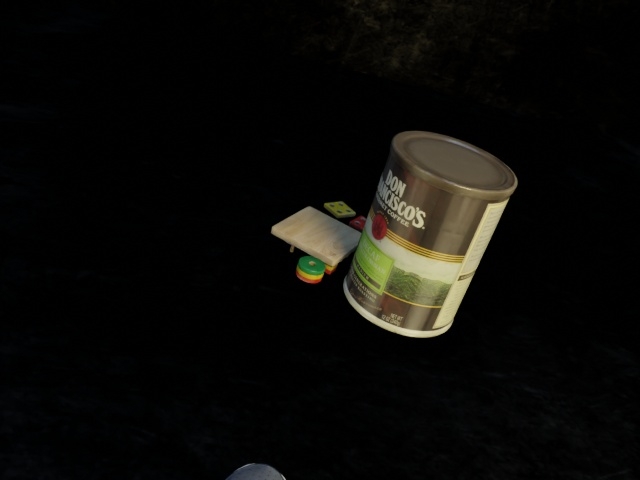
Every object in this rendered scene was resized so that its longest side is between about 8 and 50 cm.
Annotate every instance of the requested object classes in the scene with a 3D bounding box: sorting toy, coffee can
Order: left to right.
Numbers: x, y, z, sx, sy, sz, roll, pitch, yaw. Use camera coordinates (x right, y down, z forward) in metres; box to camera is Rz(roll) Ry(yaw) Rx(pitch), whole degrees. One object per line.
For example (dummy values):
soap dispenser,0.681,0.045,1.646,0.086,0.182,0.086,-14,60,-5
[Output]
sorting toy,0.000,0.000,1.208,0.132,0.046,0.274,28,31,19
coffee can,0.171,-0.011,1.084,0.202,0.275,0.201,13,29,-7

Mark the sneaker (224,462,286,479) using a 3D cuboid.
sneaker,-0.090,0.268,0.591,0.099,0.153,0.282,26,30,13
